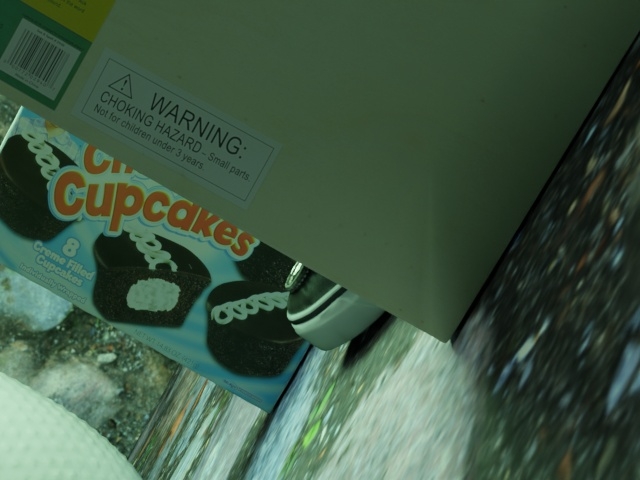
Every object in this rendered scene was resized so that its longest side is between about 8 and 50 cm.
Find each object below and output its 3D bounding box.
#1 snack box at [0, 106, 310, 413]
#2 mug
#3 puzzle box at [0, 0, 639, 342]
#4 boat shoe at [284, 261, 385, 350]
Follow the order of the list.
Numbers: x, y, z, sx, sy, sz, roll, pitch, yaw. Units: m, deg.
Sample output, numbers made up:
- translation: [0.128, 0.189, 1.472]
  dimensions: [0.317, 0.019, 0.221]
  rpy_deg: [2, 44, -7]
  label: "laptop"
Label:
- translation: [-0.137, -0.008, 1.352]
  dimensions: [0.187, 0.322, 0.060]
  rpy_deg: [-60, 3, 11]
  label: "snack box"
- translation: [-0.391, 0.342, 1.891]
  dimensions: [0.276, 0.328, 0.374]
  rpy_deg: [-60, 6, 11]
  label: "mug"
- translation: [-0.040, -0.162, 0.794]
  dimensions: [0.272, 0.409, 0.052]
  rpy_deg: [-59, 5, 11]
  label: "puzzle box"
- translation: [0.035, -0.047, 1.033]
  dimensions: [0.335, 0.119, 0.121]
  rpy_deg: [-55, 8, 48]
  label: "boat shoe"
